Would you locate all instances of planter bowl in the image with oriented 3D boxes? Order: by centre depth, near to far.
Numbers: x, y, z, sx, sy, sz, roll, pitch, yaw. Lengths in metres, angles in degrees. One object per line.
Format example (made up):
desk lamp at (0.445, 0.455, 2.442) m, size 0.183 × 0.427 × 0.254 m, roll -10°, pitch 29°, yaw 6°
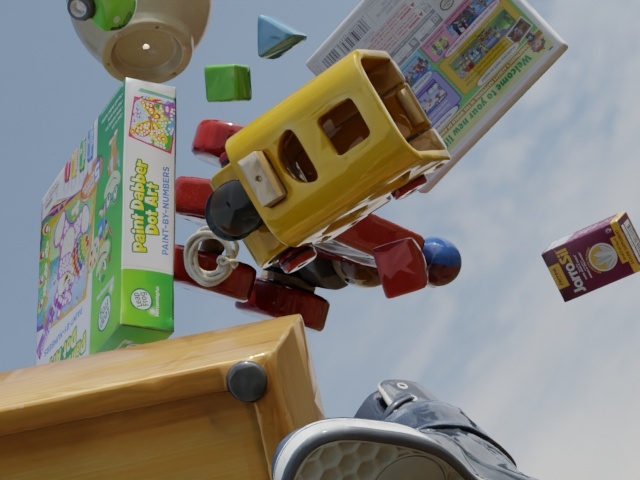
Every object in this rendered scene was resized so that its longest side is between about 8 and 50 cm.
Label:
planter bowl at (-0.187, -0.234, 1.899) m, size 0.162 × 0.109 × 0.162 m, roll -7°, pitch -38°, yaw -5°

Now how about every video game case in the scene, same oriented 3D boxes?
video game case at (0.115, -0.188, 1.833) m, size 0.212 × 0.193 × 0.023 m, roll -46°, pitch -19°, yaw 17°

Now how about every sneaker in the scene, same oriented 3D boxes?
sneaker at (0.032, 0.124, 0.956) m, size 0.226 × 0.163 × 0.086 m, roll 25°, pitch -85°, yaw -38°

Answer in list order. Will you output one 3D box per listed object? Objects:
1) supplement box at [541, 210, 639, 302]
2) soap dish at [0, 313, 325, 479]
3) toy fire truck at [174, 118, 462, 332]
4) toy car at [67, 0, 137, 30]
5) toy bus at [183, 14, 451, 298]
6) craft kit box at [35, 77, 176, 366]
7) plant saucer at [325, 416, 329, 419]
supplement box at (0.259, 0.015, 1.693) m, size 0.083 × 0.055 × 0.043 m, roll -26°, pitch 4°, yaw 26°
soap dish at (-0.128, 0.181, 1.059) m, size 0.118 × 0.291 × 0.229 m, roll 113°, pitch 145°, yaw -84°
toy fire truck at (0.000, 0.000, 1.794) m, size 0.302 × 0.254 × 0.169 m, roll 24°, pitch -100°, yaw -48°
toy car at (-0.221, -0.255, 1.385) m, size 0.053 × 0.225 × 0.239 m, roll -49°, pitch -3°, yaw 35°
toy bus at (-0.017, -0.046, 1.231) m, size 0.104 × 0.191 × 0.202 m, roll -9°, pitch -69°, yaw -68°
craft kit box at (-0.199, 0.018, 1.648) m, size 0.061 × 0.246 × 0.250 m, roll 8°, pitch -29°, yaw -24°
plant saucer at (0.043, 0.296, 1.708) m, size 0.044 × 0.317 × 0.317 m, roll -29°, pitch -17°, yaw 17°
